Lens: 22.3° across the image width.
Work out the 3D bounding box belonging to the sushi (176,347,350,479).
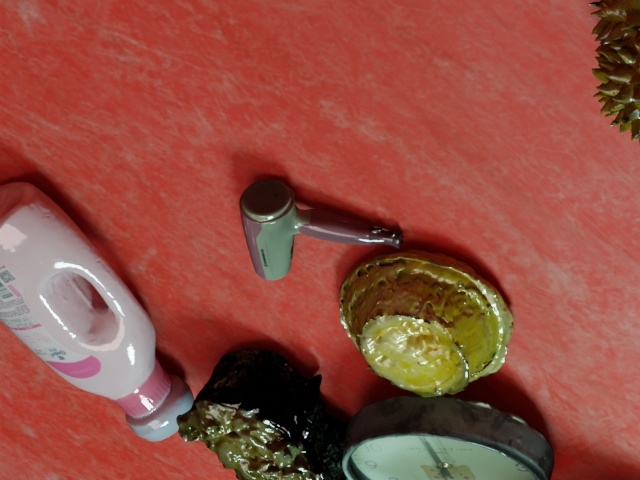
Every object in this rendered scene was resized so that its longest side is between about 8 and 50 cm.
[{"bbox_3d":[-0.040,0.218,1.762,0.147,0.115,0.212,-14,126,32],"label":"sushi"}]

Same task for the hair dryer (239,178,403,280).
[{"bbox_3d":[0.002,-0.004,1.574,0.154,0.054,0.106,4,139,12],"label":"hair dryer"}]

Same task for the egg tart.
[{"bbox_3d":[0.098,0.090,1.612,0.191,0.074,0.191,12,135,13],"label":"egg tart"}]

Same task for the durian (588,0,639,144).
[{"bbox_3d":[0.320,-0.128,1.265,0.250,0.138,0.183,22,146,8],"label":"durian"}]

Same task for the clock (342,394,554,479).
[{"bbox_3d":[0.134,0.237,1.726,0.226,0.049,0.226,8,149,5],"label":"clock"}]

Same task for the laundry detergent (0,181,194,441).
[{"bbox_3d":[-0.255,0.084,1.734,0.159,0.088,0.335,-17,126,33],"label":"laundry detergent"}]
